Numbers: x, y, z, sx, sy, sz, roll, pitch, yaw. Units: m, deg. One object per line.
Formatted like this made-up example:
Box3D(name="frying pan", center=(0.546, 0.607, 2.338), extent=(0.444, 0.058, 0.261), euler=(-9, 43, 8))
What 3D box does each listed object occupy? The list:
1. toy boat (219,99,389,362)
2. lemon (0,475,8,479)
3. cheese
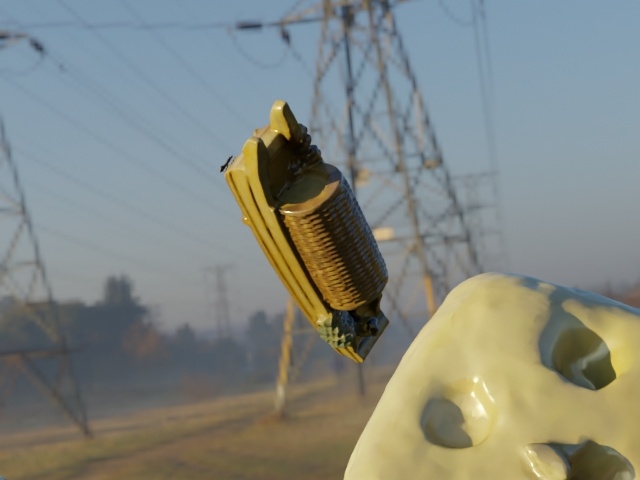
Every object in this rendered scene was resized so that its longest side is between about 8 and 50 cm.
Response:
Box3D(name="toy boat", center=(0.000, 0.000, 1.448), extent=(0.115, 0.310, 0.089), euler=(8, 47, 41))
Box3D(name="lemon", center=(-0.235, 0.233, 0.722), extent=(0.219, 0.240, 0.240), euler=(-10, -1, -37))
Box3D(name="cheese", center=(0.139, 0.108, 0.534), extent=(0.263, 0.159, 0.093), euler=(21, -35, 19))
